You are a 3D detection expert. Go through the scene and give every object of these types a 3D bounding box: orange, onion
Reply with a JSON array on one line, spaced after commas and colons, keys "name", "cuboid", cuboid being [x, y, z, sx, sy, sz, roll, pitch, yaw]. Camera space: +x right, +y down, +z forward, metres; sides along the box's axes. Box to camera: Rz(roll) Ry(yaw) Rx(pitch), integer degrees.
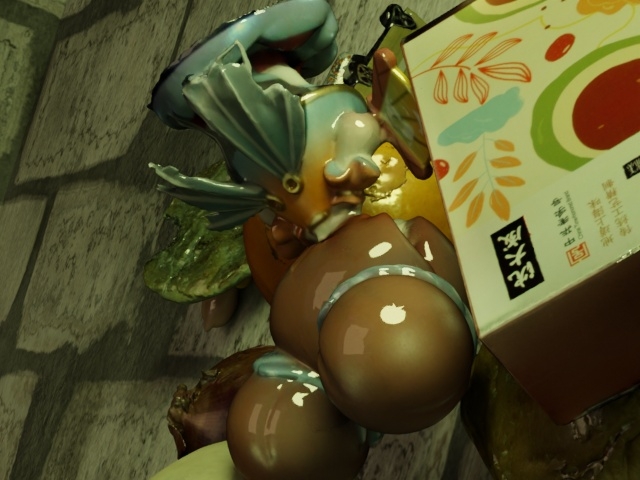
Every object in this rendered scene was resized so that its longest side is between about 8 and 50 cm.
[{"name": "orange", "cuboid": [0.046, -0.011, 1.915, 0.246, 0.246, 0.246, -48, 31, 42]}, {"name": "onion", "cuboid": [-0.094, 0.215, 2.156, 0.230, 0.163, 0.230, -33, 49, 48]}]

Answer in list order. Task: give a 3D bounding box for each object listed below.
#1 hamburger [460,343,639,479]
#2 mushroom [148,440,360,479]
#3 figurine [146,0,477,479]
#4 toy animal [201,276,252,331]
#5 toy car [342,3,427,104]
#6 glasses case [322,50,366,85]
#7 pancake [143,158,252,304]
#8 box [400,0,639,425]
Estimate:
[{"name": "hamburger", "cuboid": [0.222, 0.098, 1.576, 0.265, 0.134, 0.285, -67, 25, 12]}, {"name": "mushroom", "cuboid": [-0.063, 0.351, 1.822, 0.325, 0.353, 0.353, -69, 5, -78]}, {"name": "figurine", "cuboid": [0.001, -0.001, 1.683, 0.276, 0.248, 0.388, -42, 72, 49]}, {"name": "toy animal", "cuboid": [-0.140, 0.049, 2.497, 0.114, 0.082, 0.091, -63, 24, 18]}, {"name": "toy car", "cuboid": [0.077, -0.152, 2.118, 0.101, 0.124, 0.257, -53, 4, 33]}, {"name": "glasses case", "cuboid": [0.014, -0.095, 2.263, 0.248, 0.087, 0.065, -69, 19, 1]}, {"name": "pancake", "cuboid": [-0.114, -0.017, 2.432, 0.253, 0.037, 0.254, -25, 36, 20]}, {"name": "box", "cuboid": [0.260, -0.099, 1.491, 0.344, 0.122, 0.385, -31, 36, 16]}]
